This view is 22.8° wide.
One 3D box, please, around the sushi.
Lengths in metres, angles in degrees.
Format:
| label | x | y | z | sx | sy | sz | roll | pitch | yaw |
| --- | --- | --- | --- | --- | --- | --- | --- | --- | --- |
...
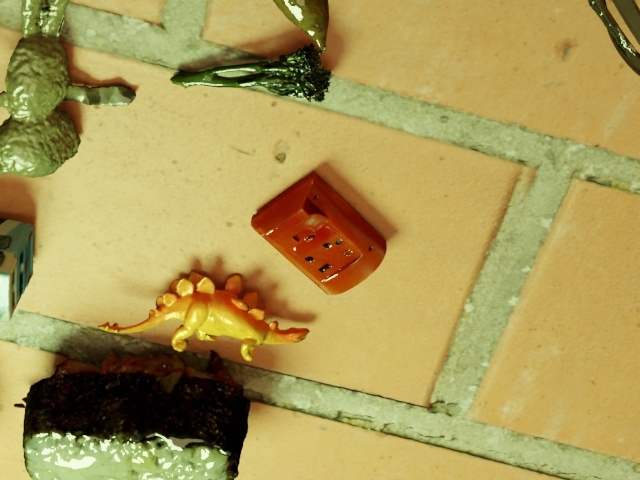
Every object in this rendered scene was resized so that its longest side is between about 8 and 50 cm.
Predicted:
| label | x | y | z | sx | sy | sz | roll | pitch | yaw |
| --- | --- | --- | --- | --- | --- | --- | --- | --- | --- |
| sushi | -0.272 | 0.268 | 2.237 | 0.343 | 0.182 | 0.196 | 3 | 132 | 2 |

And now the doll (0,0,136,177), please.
| label | x | y | z | sx | sy | sz | roll | pitch | yaw |
| --- | --- | --- | --- | --- | --- | --- | --- | --- | --- |
| doll | -0.353 | -0.205 | 1.939 | 0.203 | 0.091 | 0.286 | -32 | 137 | -13 |

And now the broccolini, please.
| label | x | y | z | sx | sy | sz | roll | pitch | yaw |
| --- | --- | --- | --- | --- | --- | --- | --- | --- | --- |
| broccolini | -0.085 | -0.208 | 1.954 | 0.201 | 0.058 | 0.074 | 6 | 114 | 19 |

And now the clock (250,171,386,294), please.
| label | x | y | z | sx | sy | sz | roll | pitch | yaw |
| --- | --- | --- | --- | --- | --- | --- | --- | --- | --- |
| clock | 0.000 | 0.000 | 2.084 | 0.113 | 0.061 | 0.155 | -35 | 119 | 26 |

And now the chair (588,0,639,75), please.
| label | x | y | z | sx | sy | sz | roll | pitch | yaw |
| --- | --- | --- | --- | --- | --- | --- | --- | --- | --- |
| chair | 0.319 | -0.350 | 1.721 | 0.183 | 0.175 | 0.326 | -41 | 127 | 12 |

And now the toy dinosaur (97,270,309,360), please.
| label | x | y | z | sx | sy | sz | roll | pitch | yaw |
| --- | --- | --- | --- | --- | --- | --- | --- | --- | --- |
| toy dinosaur | -0.154 | 0.096 | 2.164 | 0.288 | 0.070 | 0.117 | 8 | 116 | -7 |

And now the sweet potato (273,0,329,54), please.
| label | x | y | z | sx | sy | sz | roll | pitch | yaw |
| --- | --- | --- | --- | --- | --- | --- | --- | --- | --- |
| sweet potato | -0.056 | -0.337 | 1.829 | 0.075 | 0.075 | 0.269 | -31 | 110 | 24 |

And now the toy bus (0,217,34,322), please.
| label | x | y | z | sx | sy | sz | roll | pitch | yaw |
| --- | --- | --- | --- | --- | --- | --- | --- | --- | --- |
| toy bus | -0.535 | 0.020 | 2.092 | 0.297 | 0.131 | 0.106 | 8 | 128 | -2 |
